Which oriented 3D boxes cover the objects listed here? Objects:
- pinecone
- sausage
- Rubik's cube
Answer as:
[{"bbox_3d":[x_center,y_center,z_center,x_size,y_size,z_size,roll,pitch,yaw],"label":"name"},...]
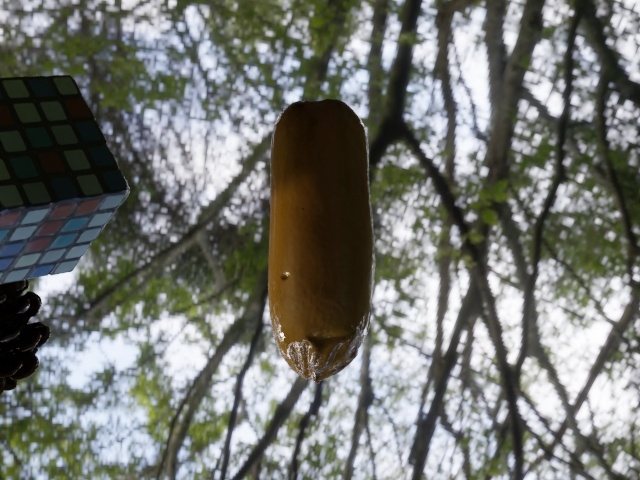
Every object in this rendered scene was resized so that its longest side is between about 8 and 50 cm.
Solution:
[{"bbox_3d":[-0.491,0.117,1.575,0.208,0.207,0.207,8,-140,-7],"label":"pinecone"},{"bbox_3d":[0.001,-0.001,1.372,0.134,0.116,0.353,1,-107,-9],"label":"sausage"},{"bbox_3d":[-0.366,-0.071,1.295,0.182,0.187,0.184,-10,-117,-45],"label":"Rubik's cube"}]
